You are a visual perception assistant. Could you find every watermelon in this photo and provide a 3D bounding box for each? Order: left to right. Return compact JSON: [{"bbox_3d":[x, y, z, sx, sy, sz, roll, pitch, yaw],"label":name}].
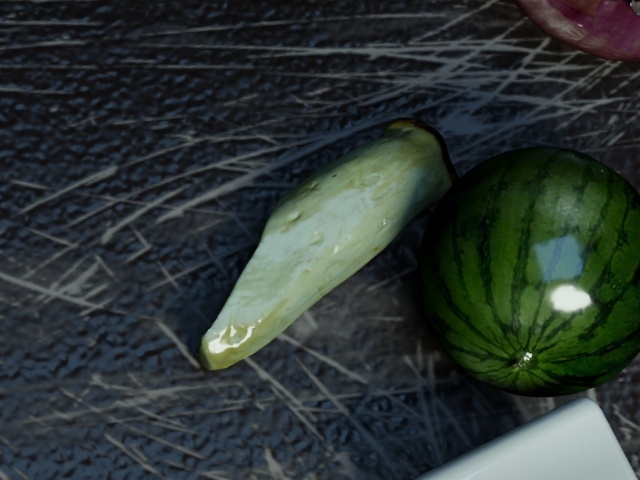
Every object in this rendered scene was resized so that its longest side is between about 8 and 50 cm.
[{"bbox_3d":[0.212,0.031,1.657,0.242,0.242,0.242,4,72,-13],"label":"watermelon"}]

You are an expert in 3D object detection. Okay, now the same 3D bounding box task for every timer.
[{"bbox_3d":[0.183,0.279,1.592,0.195,0.194,0.192,-23,80,-20],"label":"timer"}]

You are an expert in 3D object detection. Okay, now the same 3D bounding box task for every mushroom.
[{"bbox_3d":[-0.002,-0.003,1.695,0.333,0.087,0.107,-36,85,-19],"label":"mushroom"}]

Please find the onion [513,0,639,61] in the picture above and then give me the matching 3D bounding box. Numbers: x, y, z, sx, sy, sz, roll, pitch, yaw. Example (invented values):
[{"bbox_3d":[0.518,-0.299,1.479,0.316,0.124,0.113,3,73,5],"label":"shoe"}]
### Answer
[{"bbox_3d":[0.334,-0.368,1.820,0.348,0.285,0.347,-1,111,-3],"label":"onion"}]
